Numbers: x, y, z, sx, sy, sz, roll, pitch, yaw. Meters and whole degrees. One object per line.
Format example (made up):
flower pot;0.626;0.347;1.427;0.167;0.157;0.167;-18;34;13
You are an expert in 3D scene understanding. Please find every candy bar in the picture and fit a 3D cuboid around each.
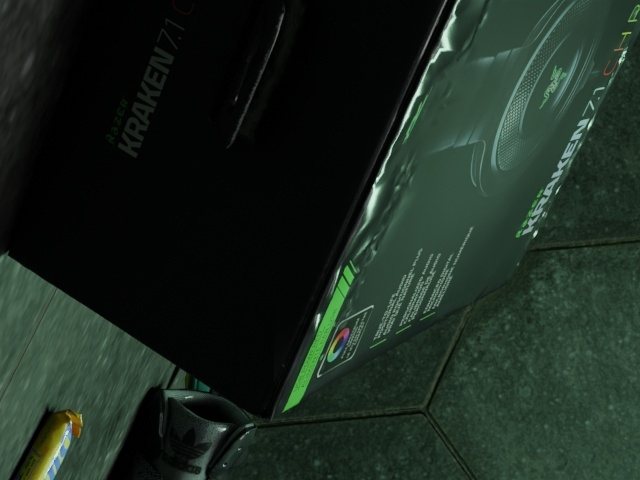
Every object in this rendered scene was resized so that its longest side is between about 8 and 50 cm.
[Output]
candy bar;-0.168;0.158;0.849;0.040;0.018;0.161;107;9;-70

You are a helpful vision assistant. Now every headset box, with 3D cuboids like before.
headset box;0.026;-0.087;0.660;0.283;0.131;0.246;-20;137;-62

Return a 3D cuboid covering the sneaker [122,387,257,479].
sneaker;-0.125;0.209;1.260;0.268;0.101;0.153;-71;-177;-58

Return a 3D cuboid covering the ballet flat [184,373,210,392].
ballet flat;-0.057;0.045;1.400;0.231;0.077;0.077;-67;-161;7
